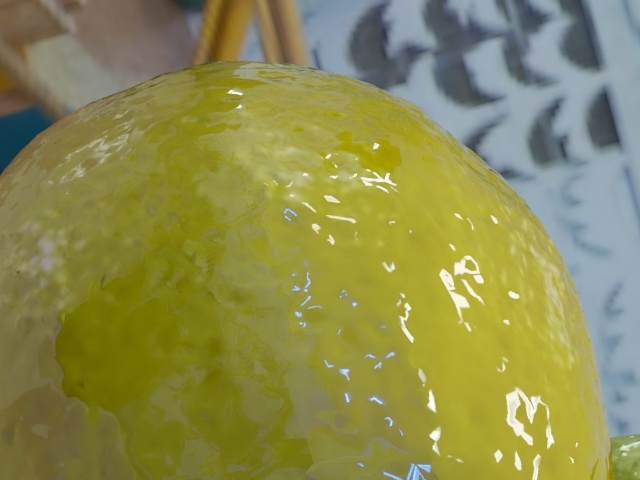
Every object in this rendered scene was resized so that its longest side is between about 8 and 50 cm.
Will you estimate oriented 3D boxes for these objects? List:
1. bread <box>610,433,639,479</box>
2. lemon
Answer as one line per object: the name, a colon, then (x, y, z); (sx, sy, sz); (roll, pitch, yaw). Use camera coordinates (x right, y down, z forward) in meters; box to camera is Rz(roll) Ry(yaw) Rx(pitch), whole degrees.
bread: (0.236, 0.328, 1.300); (0.308, 0.348, 0.348); (68, 11, -50)
lemon: (-0.022, 0.105, 0.932); (0.364, 0.364, 0.364); (-15, 90, -80)
